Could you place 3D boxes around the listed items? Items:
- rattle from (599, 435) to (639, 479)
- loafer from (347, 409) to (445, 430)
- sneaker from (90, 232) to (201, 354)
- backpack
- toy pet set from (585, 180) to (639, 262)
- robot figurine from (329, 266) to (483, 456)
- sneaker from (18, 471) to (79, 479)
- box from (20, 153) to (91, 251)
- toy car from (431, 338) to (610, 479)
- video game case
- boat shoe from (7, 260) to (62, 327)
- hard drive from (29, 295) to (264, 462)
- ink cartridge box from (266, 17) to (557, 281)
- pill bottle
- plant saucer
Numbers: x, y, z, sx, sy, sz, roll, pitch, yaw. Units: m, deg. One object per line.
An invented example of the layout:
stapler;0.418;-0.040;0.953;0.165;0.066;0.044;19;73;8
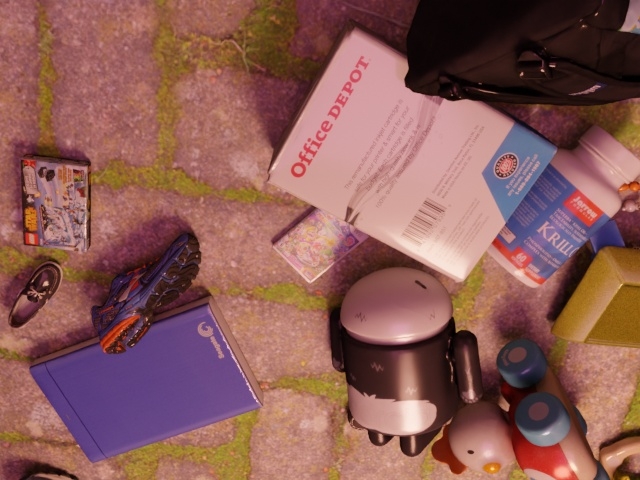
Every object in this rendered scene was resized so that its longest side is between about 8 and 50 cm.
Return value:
rattle;0.587;0.404;1.162;0.200;0.143;0.130;-5;96;8
loafer;0.129;0.293;1.146;0.170;0.061;0.062;-12;114;6
sneaker;-0.269;0.068;1.033;0.221;0.083;0.087;-46;71;4
backpack;0.316;-0.258;0.771;0.356;0.290;0.273;10;82;-27
toy pet set;0.448;-0.018;1.009;0.114;0.065;0.122;-16;113;6
robot figurine;0.121;0.177;1.032;0.209;0.173;0.278;-7;107;0
sneaker;-0.443;0.530;1.213;0.110;0.122;0.283;-28;111;11
box;-0.386;-0.054;1.007;0.094;0.027;0.137;7;113;-5
toy car;0.290;0.318;1.085;0.238;0.210;0.219;-28;122;17
video game case;0.000;0.000;1.043;0.122;0.011;0.087;-39;108;15
boat shoe;-0.443;0.085;1.062;0.046;0.038;0.125;39;108;-16
hard drive;-0.281;0.234;1.128;0.319;0.040;0.210;-20;112;8
ink cartridge box;0.114;-0.120;0.926;0.307;0.129;0.223;27;111;-12
pill bottle;0.335;-0.050;0.962;0.124;0.124;0.221;35;109;-15
plant saucer;0.474;0.101;1.036;0.188;0.045;0.188;6;129;-11
